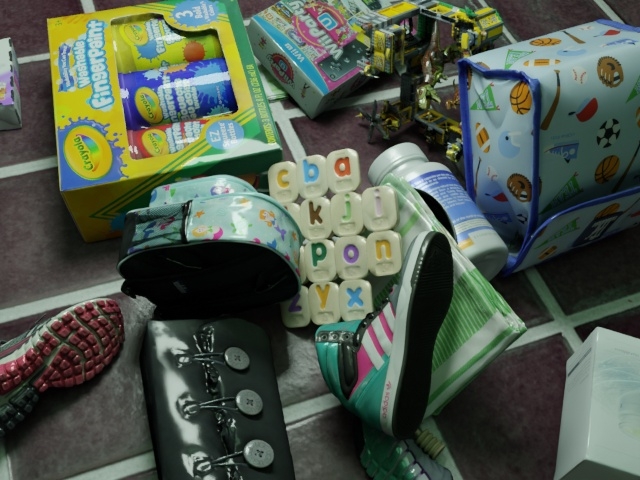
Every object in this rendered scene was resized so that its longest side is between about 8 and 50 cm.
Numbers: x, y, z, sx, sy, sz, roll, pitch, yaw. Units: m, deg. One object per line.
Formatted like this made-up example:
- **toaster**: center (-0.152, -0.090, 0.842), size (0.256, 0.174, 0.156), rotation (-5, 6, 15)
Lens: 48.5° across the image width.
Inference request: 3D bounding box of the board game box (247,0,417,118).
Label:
- **board game box**: center (0.024, -0.430, 1.513), size (0.303, 0.097, 0.224), rotation (-40, 85, -27)

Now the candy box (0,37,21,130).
- **candy box**: center (-0.683, -0.303, 1.398), size (0.165, 0.070, 0.196), rotation (-10, 57, -12)

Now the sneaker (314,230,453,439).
- **sneaker**: center (0.085, 0.123, 1.046), size (0.179, 0.124, 0.295), rotation (9, 82, 40)

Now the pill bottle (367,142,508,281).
- **pill bottle**: center (0.196, -0.041, 1.257), size (0.152, 0.152, 0.272), rotation (-19, 59, -18)

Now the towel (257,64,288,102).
- **towel**: center (-0.155, -0.328, 1.503), size (0.152, 0.023, 0.113), rotation (-16, 59, -17)

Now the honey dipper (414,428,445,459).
- **honey dipper**: center (0.122, 0.274, 1.101), size (0.161, 0.030, 0.030), rotation (39, 59, 24)

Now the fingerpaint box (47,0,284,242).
- **fingerpaint box**: center (-0.294, -0.250, 1.329), size (0.371, 0.163, 0.444), rotation (-12, 57, -8)

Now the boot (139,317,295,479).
- **boot**: center (-0.056, 0.310, 0.986), size (0.367, 0.146, 0.445), rotation (18, 28, -33)

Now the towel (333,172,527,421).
- **towel**: center (0.140, 0.087, 1.115), size (0.038, 0.247, 0.324), rotation (-4, 49, -46)

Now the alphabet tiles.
- **alphabet tiles**: center (0.000, 0.000, 1.161), size (0.284, 0.021, 0.277), rotation (-8, 86, 30)

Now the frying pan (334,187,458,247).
- **frying pan**: center (0.105, 0.024, 1.203), size (0.053, 0.326, 0.197), rotation (0, 80, -42)

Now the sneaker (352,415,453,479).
- **sneaker**: center (0.135, 0.336, 1.046), size (0.098, 0.083, 0.223), rotation (6, 37, -44)

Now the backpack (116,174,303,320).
- **backpack**: center (-0.153, 0.015, 1.106), size (0.254, 0.225, 0.191), rotation (-7, 55, 20)

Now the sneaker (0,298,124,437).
- **sneaker**: center (-0.432, 0.173, 1.063), size (0.299, 0.120, 0.112), rotation (-33, 33, -34)

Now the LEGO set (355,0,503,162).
- **LEGO set**: center (0.180, -0.288, 1.312), size (0.192, 0.331, 0.255), rotation (-29, 54, -28)

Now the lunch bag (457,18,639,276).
- **lunch bag**: center (0.432, -0.146, 1.227), size (0.328, 0.385, 0.239), rotation (-18, 30, -19)

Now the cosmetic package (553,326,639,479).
- **cosmetic package**: center (0.491, 0.283, 1.067), size (0.224, 0.138, 0.224), rotation (17, 56, 6)
